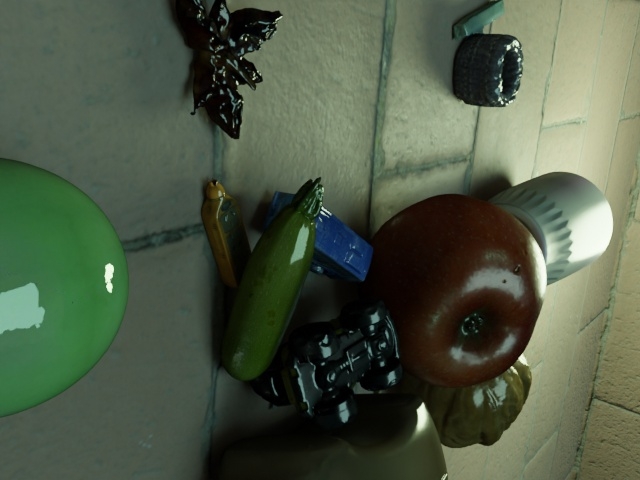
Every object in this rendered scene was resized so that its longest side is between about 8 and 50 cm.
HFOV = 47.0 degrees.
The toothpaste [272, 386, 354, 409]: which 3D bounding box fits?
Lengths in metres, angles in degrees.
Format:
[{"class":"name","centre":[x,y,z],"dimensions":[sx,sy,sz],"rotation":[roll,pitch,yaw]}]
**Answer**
[{"class":"toothpaste","centre":[-0.010,0.252,1.282],"dimensions":[0.194,0.042,0.067],"rotation":[5,103,-50]}]

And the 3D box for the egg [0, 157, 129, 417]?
[{"class":"egg","centre":[-0.290,0.039,0.613],"dimensions":[0.269,0.220,0.221],"rotation":[2,102,-56]}]

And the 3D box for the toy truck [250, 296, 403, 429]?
[{"class":"toy truck","centre":[0.011,0.182,1.149],"dimensions":[0.224,0.165,0.148],"rotation":[-25,104,-39]}]

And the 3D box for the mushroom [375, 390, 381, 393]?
[{"class":"mushroom","centre":[0.116,0.345,1.522],"dimensions":[0.028,0.025,0.286],"rotation":[-46,139,-59]}]

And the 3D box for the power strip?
[{"class":"power strip","centre":[-0.127,-0.008,1.006],"dimensions":[0.049,0.028,0.178],"rotation":[-43,136,-36]}]

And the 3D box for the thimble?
[{"class":"thimble","centre":[0.340,-0.341,1.479],"dimensions":[0.150,0.097,0.150],"rotation":[-28,125,-48]}]

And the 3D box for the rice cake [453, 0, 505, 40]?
[{"class":"rice cake","centre":[0.318,-0.437,1.463],"dimensions":[0.180,0.030,0.042],"rotation":[-39,120,-40]}]

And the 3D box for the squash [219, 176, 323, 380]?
[{"class":"squash","centre":[-0.069,0.063,1.009],"dimensions":[0.094,0.094,0.341],"rotation":[-15,135,-52]}]

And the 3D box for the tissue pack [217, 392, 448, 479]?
[{"class":"tissue pack","centre":[0.033,0.419,1.183],"dimensions":[0.387,0.267,0.277],"rotation":[-11,88,-55]}]

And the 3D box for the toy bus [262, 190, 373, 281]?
[{"class":"toy bus","centre":[0.001,0.003,1.136],"dimensions":[0.236,0.094,0.079],"rotation":[36,74,-55]}]

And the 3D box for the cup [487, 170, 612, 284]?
[{"class":"cup","centre":[0.507,-0.017,1.722],"dimensions":[0.371,0.253,0.254],"rotation":[-17,118,-50]}]

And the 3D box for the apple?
[{"class":"apple","centre":[0.234,0.090,1.303],"dimensions":[0.348,0.277,0.349],"rotation":[-6,116,-13]}]

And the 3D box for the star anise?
[{"class":"star anise","centre":[-0.110,-0.233,0.910],"dimensions":[0.157,0.053,0.213],"rotation":[-33,128,-43]}]

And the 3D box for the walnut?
[{"class":"walnut","centre":[0.312,0.310,1.583],"dimensions":[0.277,0.251,0.313],"rotation":[-53,151,-28]}]
